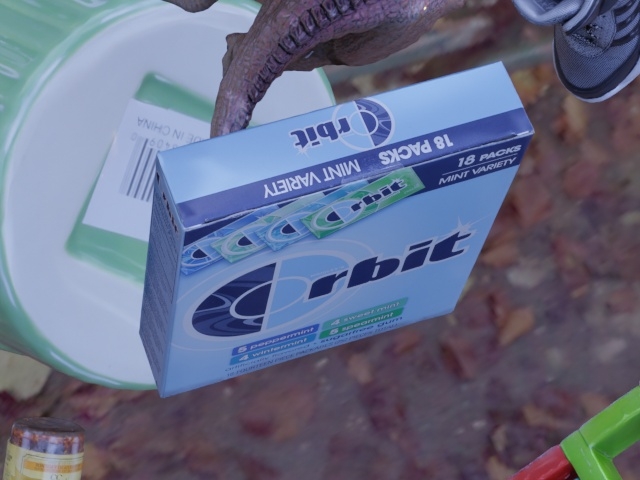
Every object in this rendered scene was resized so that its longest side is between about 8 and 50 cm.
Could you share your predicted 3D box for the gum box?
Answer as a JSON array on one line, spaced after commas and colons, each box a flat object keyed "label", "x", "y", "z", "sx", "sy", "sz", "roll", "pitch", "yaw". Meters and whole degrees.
[{"label": "gum box", "x": 0.000, "y": 0.000, "z": 0.832, "sx": 0.157, "sy": 0.184, "sz": 0.041, "roll": -16, "pitch": 68, "yaw": -15}]

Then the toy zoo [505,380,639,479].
[{"label": "toy zoo", "x": 0.111, "y": 0.227, "z": 0.965, "sx": 0.030, "sy": 0.293, "sz": 0.192, "roll": 33, "pitch": 25, "yaw": -48}]

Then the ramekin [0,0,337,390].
[{"label": "ramekin", "x": -0.130, "y": -0.046, "z": 1.234, "sx": 0.303, "sy": 0.148, "sz": 0.303, "roll": -12, "pitch": 111, "yaw": -33}]

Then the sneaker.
[{"label": "sneaker", "x": 0.196, "y": -0.187, "z": 1.395, "sx": 0.101, "sy": 0.269, "sz": 0.153, "roll": 41, "pitch": 56, "yaw": 22}]

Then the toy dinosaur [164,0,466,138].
[{"label": "toy dinosaur", "x": 0.042, "y": -0.139, "z": 0.877, "sx": 0.296, "sy": 0.200, "sz": 0.127, "roll": -49, "pitch": 131, "yaw": -42}]

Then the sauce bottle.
[{"label": "sauce bottle", "x": -0.150, "y": 0.158, "z": 0.963, "sx": 0.042, "sy": 0.042, "sz": 0.128, "roll": 5, "pitch": 97, "yaw": -20}]
